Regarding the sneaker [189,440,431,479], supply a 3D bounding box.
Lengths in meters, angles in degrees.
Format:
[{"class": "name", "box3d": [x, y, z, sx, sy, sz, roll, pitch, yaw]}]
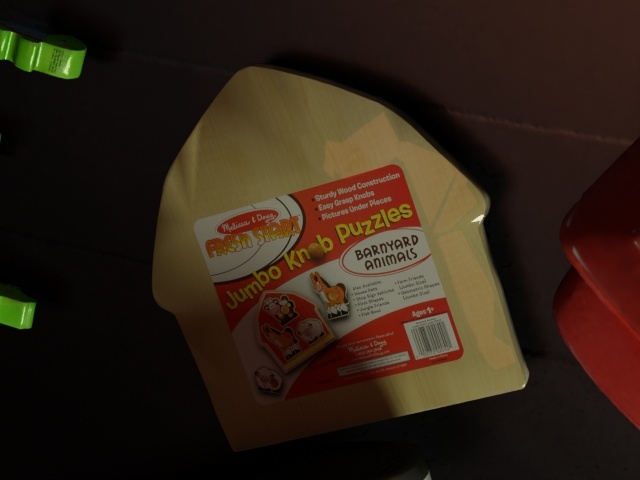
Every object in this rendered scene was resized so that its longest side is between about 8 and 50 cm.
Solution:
[{"class": "sneaker", "box3d": [-0.048, 0.220, 0.955, 0.296, 0.124, 0.178, -20, 92, 32]}]

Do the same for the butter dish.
[{"class": "butter dish", "box3d": [0.171, 0.036, 0.827, 0.160, 0.160, 0.118, 48, 139, 2]}]

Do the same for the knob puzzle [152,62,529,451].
[{"class": "knob puzzle", "box3d": [0.000, 0.000, 0.927, 0.213, 0.030, 0.213, 6, 108, 20]}]

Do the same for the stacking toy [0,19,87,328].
[{"class": "stacking toy", "box3d": [-0.237, -0.065, 0.991, 0.221, 0.052, 0.167, 20, 113, 12]}]
